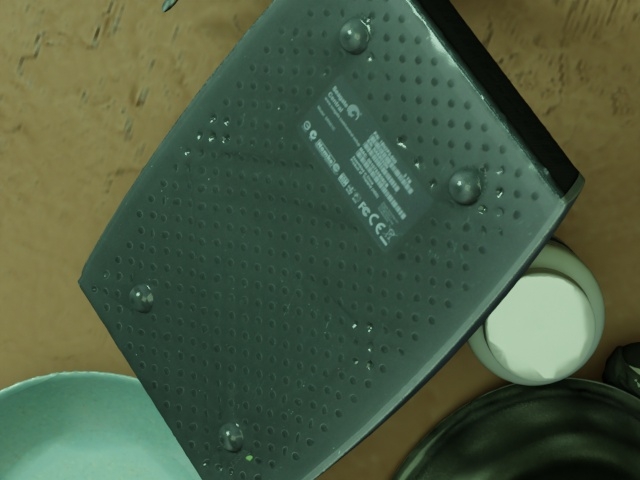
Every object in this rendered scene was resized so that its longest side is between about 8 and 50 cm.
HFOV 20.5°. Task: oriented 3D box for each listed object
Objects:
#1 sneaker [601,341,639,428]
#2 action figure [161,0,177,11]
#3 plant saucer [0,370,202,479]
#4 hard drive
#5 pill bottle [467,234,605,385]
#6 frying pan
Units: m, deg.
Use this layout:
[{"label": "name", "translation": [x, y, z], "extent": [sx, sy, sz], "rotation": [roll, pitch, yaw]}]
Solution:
[{"label": "sneaker", "translation": [0.273, 0.092, 0.867], "extent": [0.271, 0.100, 0.108], "rotation": [14, 64, 6]}, {"label": "action figure", "translation": [0.024, -0.200, 0.806], "extent": [0.275, 0.141, 0.164], "rotation": [-38, 106, 4]}, {"label": "plant saucer", "translation": [-0.115, 0.159, 0.901], "extent": [0.195, 0.037, 0.195], "rotation": [0, 98, 1]}, {"label": "hard drive", "translation": [0.000, 0.000, 0.799], "extent": [0.172, 0.054, 0.255], "rotation": [55, 128, 18]}, {"label": "pill bottle", "translation": [0.099, 0.032, 0.839], "extent": [0.067, 0.120, 0.067], "rotation": [0, 97, 2]}, {"label": "frying pan", "translation": [0.062, 0.209, 0.855], "extent": [0.326, 0.197, 0.053], "rotation": [-48, 137, 9]}]
